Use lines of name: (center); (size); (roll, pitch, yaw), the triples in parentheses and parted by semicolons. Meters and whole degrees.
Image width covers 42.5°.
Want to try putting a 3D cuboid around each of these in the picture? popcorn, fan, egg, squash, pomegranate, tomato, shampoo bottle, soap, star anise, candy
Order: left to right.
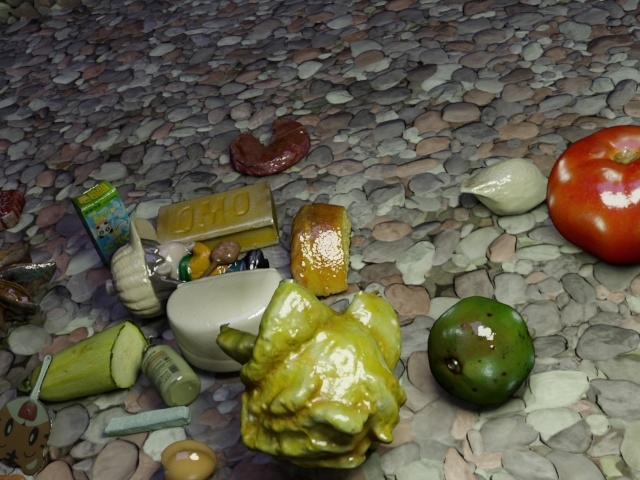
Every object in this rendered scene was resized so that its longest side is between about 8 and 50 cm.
star anise: (-0.760, 0.125, 1.885); (0.332, 0.117, 0.331); (-4, 45, 4)
fan: (-0.560, 0.326, 1.576); (0.153, 0.008, 0.226); (10, 76, 28)
squash: (-0.486, 0.268, 1.624); (0.287, 0.137, 0.137); (-23, 39, 2)
candy: (-0.491, -0.035, 1.909); (0.097, 0.194, 0.062); (-36, 44, -22)
shampoo bottle: (-0.300, 0.252, 1.598); (0.079, 0.079, 0.162); (-33, 41, -18)
egg: (-0.226, 0.382, 1.417); (0.096, 0.080, 0.080); (-17, 39, 4)
soap: (-0.237, -0.036, 1.907); (0.274, 0.089, 0.173); (-13, 39, 3)
popcorn: (-0.020, 0.221, 1.341); (0.321, 0.325, 0.290); (-6, 39, 3)
pomegranate: (0.291, 0.180, 1.418); (0.187, 0.187, 0.225); (19, 23, 35)
tomato: (0.581, -0.085, 1.565); (0.299, 0.226, 0.298); (-16, 35, 12)

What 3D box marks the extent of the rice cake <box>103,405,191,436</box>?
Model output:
rice cake: (-0.326, 0.340, 1.544); (0.171, 0.029, 0.033); (-12, 46, 8)

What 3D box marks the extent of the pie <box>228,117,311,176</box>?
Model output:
pie: (-0.131, -0.243, 2.137); (0.219, 0.054, 0.204); (-29, 40, -14)

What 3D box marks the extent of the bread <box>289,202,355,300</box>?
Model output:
bread: (-0.002, -0.003, 1.748); (0.129, 0.134, 0.260); (-7, 40, 10)

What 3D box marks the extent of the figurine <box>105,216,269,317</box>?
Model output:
figurine: (-0.284, 0.083, 1.732); (0.332, 0.185, 0.204); (15, 71, 12)

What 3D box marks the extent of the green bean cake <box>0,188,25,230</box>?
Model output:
green bean cake: (-0.871, -0.079, 2.206); (0.136, 0.056, 0.135); (-13, 41, 5)

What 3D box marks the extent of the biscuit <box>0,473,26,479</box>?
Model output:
biscuit: (-0.530, 0.520, 1.373); (0.202, 0.047, 0.334); (-31, 41, -29)

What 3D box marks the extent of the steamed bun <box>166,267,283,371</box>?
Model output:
steamed bun: (-0.177, 0.161, 1.605); (0.242, 0.146, 0.164); (-10, 37, 7)

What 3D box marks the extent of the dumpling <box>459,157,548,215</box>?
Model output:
dumpling: (0.394, -0.122, 1.762); (0.216, 0.126, 0.166); (-26, 24, -6)
